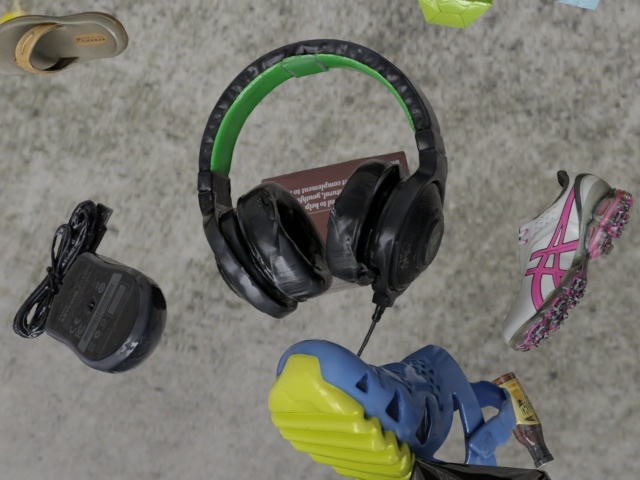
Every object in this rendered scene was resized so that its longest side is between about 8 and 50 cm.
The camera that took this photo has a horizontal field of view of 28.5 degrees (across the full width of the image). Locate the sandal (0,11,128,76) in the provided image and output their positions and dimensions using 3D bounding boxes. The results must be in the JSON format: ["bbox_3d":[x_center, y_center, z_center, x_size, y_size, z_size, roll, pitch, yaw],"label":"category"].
[{"bbox_3d":[-0.295,-0.208,1.379,0.180,0.049,0.072,-3,136,23],"label":"sandal"}]

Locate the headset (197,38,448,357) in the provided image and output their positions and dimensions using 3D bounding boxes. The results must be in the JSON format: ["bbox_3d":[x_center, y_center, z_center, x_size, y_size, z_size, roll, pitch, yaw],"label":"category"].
[{"bbox_3d":[0.000,0.000,1.195,0.243,0.394,0.185,-10,173,18],"label":"headset"}]

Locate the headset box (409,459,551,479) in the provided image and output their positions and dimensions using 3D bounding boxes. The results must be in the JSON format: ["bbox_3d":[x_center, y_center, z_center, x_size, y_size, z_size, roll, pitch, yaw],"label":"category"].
[{"bbox_3d":[0.104,0.335,0.868,0.110,0.218,0.293,8,113,-16],"label":"headset box"}]

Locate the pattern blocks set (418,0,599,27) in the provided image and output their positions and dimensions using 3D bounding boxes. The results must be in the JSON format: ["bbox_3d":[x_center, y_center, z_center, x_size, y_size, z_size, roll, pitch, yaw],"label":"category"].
[{"bbox_3d":[0.164,-0.339,1.329,0.325,0.026,0.285,3,138,0],"label":"pattern blocks set"}]

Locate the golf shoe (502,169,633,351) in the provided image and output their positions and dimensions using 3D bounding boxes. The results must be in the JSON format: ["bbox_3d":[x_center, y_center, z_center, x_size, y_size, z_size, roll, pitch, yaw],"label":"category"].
[{"bbox_3d":[0.218,0.019,1.202,0.086,0.186,0.067,29,169,24],"label":"golf shoe"}]

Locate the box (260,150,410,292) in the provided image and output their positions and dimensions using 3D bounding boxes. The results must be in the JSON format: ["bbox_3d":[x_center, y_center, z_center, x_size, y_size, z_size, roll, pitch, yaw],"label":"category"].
[{"bbox_3d":[0.014,-0.007,1.722,0.191,0.143,0.381,-12,175,-6],"label":"box"}]

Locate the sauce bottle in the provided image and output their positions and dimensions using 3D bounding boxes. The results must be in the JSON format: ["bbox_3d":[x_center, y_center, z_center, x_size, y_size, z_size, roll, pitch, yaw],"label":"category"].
[{"bbox_3d":[0.267,0.237,1.662,0.042,0.128,0.042,-26,166,-7],"label":"sauce bottle"}]

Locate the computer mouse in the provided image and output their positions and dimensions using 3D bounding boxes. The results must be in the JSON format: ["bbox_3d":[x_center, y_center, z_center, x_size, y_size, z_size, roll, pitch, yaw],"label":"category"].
[{"bbox_3d":[-0.245,0.073,1.453,0.072,0.272,0.188,30,89,-37],"label":"computer mouse"}]

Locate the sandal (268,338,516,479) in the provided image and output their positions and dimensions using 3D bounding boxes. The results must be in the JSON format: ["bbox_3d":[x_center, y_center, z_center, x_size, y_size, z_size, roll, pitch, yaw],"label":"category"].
[{"bbox_3d":[0.072,0.147,1.073,0.126,0.138,0.317,9,159,38],"label":"sandal"}]
